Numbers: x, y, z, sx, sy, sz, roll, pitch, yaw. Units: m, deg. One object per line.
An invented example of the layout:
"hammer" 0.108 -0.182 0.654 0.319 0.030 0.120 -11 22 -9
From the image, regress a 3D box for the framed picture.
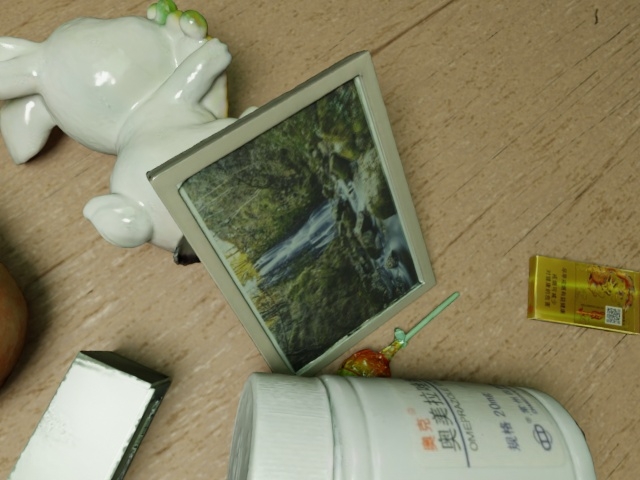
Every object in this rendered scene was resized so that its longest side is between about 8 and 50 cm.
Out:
"framed picture" 0.000 0.000 0.563 0.240 0.020 0.324 -33 128 -14

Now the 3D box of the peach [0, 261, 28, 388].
"peach" -0.413 0.075 0.485 0.253 0.252 0.252 2 78 -8

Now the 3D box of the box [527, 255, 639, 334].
"box" 0.355 0.074 0.708 0.156 0.022 0.089 8 79 -7

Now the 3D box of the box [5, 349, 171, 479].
"box" -0.243 0.231 0.530 0.086 0.129 0.225 25 76 -3

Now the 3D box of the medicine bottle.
"medicine bottle" 0.074 0.234 0.525 0.332 0.190 0.189 8 77 -16

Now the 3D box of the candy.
"candy" 0.104 0.124 0.652 0.201 0.060 0.060 -37 86 -22

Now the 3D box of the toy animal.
"toy animal" -0.209 -0.124 0.580 0.310 0.183 0.247 44 76 2
